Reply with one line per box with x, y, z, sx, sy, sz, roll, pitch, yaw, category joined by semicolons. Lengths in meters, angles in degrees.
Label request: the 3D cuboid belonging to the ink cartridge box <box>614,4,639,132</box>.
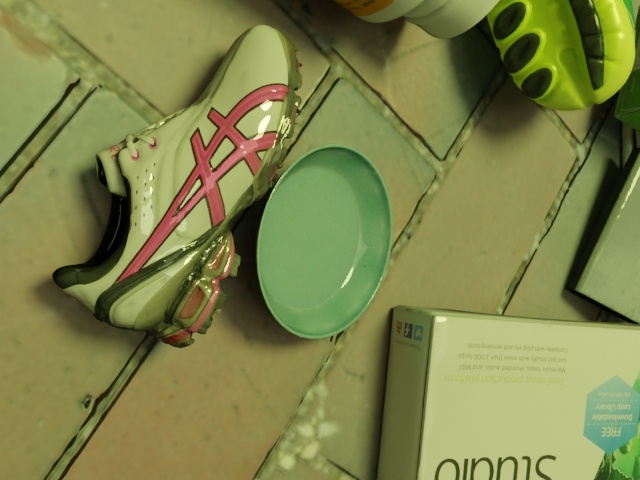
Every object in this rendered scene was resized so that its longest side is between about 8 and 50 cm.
0.354;-0.117;0.563;0.209;0.062;0.108;23;77;-27;ink cartridge box

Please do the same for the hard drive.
0.279;0.002;0.552;0.094;0.022;0.135;27;86;-8;hard drive

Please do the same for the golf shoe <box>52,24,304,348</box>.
-0.070;-0.041;0.346;0.086;0.067;0.186;27;78;-27;golf shoe

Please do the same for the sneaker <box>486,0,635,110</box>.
0.151;-0.237;0.467;0.123;0.109;0.295;-23;100;-56;sneaker

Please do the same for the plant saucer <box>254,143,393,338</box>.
0.000;0.000;0.401;0.119;0.021;0.119;-11;105;-45;plant saucer

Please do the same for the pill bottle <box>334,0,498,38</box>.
0.012;-0.203;0.361;0.215;0.117;0.117;25;79;-29;pill bottle

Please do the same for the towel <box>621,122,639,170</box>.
0.418;-0.079;0.651;0.329;0.037;0.237;-4;93;-30;towel

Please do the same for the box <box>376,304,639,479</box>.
0.149;0.215;0.474;0.232;0.058;0.321;6;89;-24;box
